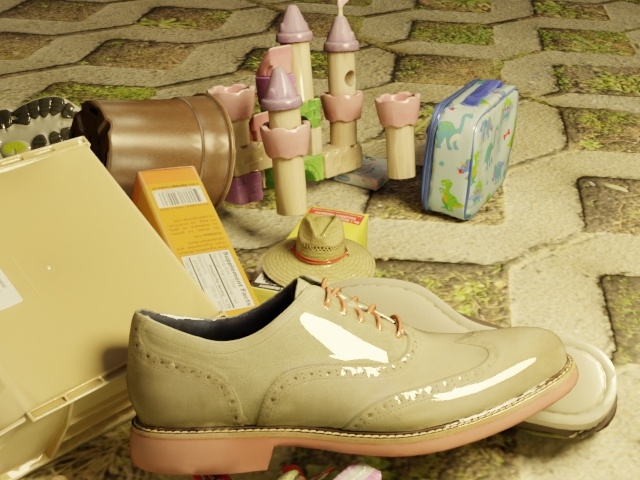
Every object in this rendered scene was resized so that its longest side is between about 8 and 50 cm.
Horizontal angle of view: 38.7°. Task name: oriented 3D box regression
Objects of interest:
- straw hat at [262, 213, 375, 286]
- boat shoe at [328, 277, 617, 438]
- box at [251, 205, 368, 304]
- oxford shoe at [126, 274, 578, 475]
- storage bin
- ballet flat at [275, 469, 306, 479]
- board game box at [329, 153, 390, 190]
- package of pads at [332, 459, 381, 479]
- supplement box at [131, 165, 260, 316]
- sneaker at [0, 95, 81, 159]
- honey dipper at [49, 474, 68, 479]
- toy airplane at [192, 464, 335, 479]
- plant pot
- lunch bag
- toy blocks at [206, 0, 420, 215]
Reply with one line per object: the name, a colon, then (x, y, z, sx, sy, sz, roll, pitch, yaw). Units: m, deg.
straw hat: (0.000, 0.000, 1.068, 0.144, 0.061, 0.144, 3, 28, -2)
boat shoe: (0.139, 0.124, 0.937, 0.324, 0.096, 0.116, 13, 69, 25)
box: (-0.008, 0.033, 1.132, 0.087, 0.058, 0.232, 10, 28, 15)
oxford shoe: (0.029, 0.101, 0.785, 0.397, 0.146, 0.140, -7, 7, -9)
storage bin: (-0.271, 0.059, 0.873, 0.260, 0.123, 0.262, -26, 68, -42)
ballet flat: (-0.058, 0.285, 0.591, 0.123, 0.123, 0.348, 2, 32, -2)
board game box: (0.069, -0.112, 1.458, 0.090, 0.020, 0.090, 15, 30, 25)
package of pads: (0.024, 0.226, 0.742, 0.032, 0.083, 0.050, 19, 28, 35)
supplement box: (-0.145, 0.025, 1.031, 0.080, 0.078, 0.233, -7, 53, -27)
sneaker: (-0.483, -0.153, 1.420, 0.279, 0.107, 0.118, -3, -5, 7)
honey dipper: (-0.292, 0.226, 0.769, 0.161, 0.030, 0.030, -11, 31, -28)
toy airplane: (-0.052, 0.230, 0.783, 0.151, 0.028, 0.151, 7, 37, -5)
plant pot: (-0.224, -0.111, 1.172, 0.165, 0.167, 0.167, -2, 25, -38)
lunch bag: (0.226, -0.144, 1.369, 0.090, 0.176, 0.219, 16, 31, 23)
toy blocks: (-0.056, -0.207, 1.309, 0.289, 0.260, 0.309, -21, 24, -40)
